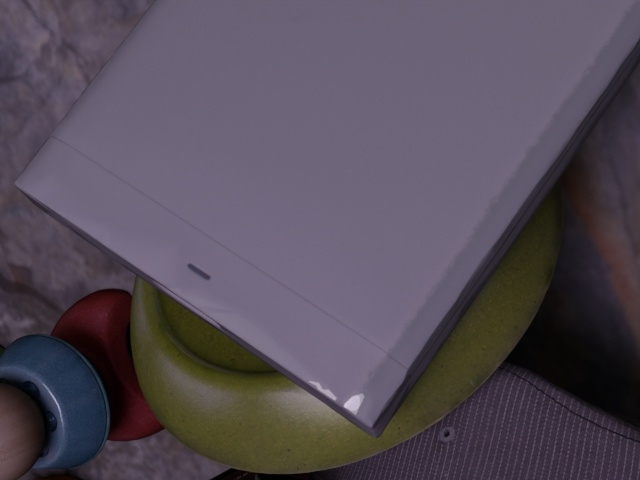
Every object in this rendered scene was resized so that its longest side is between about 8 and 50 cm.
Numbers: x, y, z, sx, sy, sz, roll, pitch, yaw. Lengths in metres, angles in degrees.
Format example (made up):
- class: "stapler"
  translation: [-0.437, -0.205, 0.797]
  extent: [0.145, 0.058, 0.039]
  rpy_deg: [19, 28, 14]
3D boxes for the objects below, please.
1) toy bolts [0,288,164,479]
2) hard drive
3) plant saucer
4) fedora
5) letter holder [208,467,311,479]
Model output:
- class: "toy bolts"
  translation: [-0.205, 0.152, 0.871]
  extent: [0.228, 0.158, 0.218]
  rpy_deg: [-33, 86, 32]
- class: "hard drive"
  translation: [0.031, -0.093, 0.632]
  extent: [0.203, 0.040, 0.307]
  rpy_deg: [33, 80, 18]
- class: "plant saucer"
  translation: [0.000, 0.000, 0.685]
  extent: [0.241, 0.241, 0.037]
  rpy_deg: [-2, 145, 30]
- class: "fedora"
  translation: [0.100, 0.131, 0.673]
  extent: [0.275, 0.244, 0.124]
  rpy_deg: [15, 82, 59]
- class: "letter holder"
  translation: [-0.094, 0.262, 0.754]
  extent: [0.152, 0.302, 0.214]
  rpy_deg: [-23, 92, 33]
